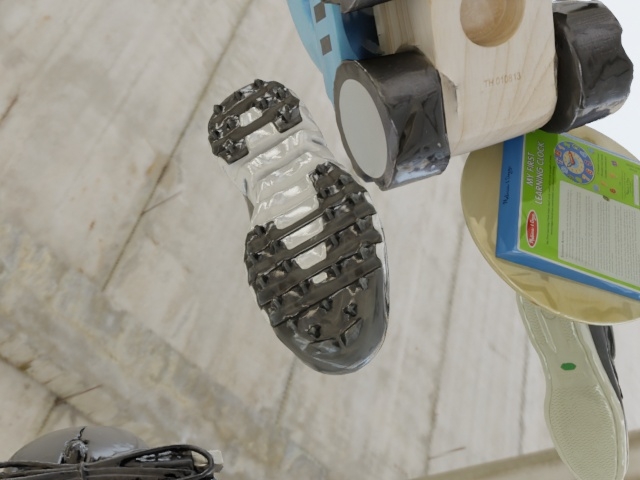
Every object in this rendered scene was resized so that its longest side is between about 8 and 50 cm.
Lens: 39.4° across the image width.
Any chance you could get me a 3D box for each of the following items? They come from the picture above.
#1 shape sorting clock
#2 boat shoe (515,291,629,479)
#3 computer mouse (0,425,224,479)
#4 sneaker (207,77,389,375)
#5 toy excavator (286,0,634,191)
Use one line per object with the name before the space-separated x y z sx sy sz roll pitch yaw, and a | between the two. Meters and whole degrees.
shape sorting clock | 0.215 -0.021 0.763 0.206 0.040 0.206 10 -121 -16
boat shoe | 0.256 0.126 0.850 0.079 0.084 0.233 -26 -76 -42
computer mouse | -0.191 0.188 0.749 0.188 0.272 0.072 -2 -105 -15
sneaker | 0.000 0.000 0.521 0.106 0.078 0.234 56 -174 -40
toy excavator | 0.032 -0.304 0.790 0.222 0.445 0.433 -20 -63 -17
